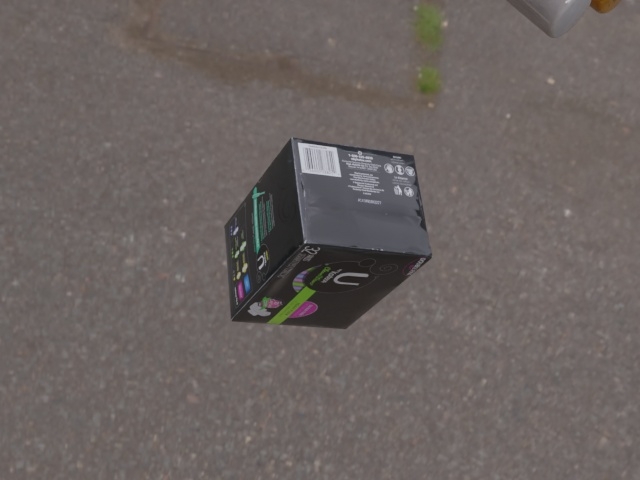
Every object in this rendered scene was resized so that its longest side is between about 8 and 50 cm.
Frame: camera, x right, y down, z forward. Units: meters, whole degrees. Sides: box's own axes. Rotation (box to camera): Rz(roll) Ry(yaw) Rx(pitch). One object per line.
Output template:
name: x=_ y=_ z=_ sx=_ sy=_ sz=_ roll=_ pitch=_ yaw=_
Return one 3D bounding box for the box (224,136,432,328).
box: x=0.000 y=0.000 z=0.436 sx=0.062 sy=0.083 sz=0.052 roll=6 pitch=61 yaw=-25

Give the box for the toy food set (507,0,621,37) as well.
toy food set: x=0.133 y=-0.215 z=0.582 sx=0.111 sy=0.232 sz=0.104 roll=-44 pitch=70 yaw=-1
